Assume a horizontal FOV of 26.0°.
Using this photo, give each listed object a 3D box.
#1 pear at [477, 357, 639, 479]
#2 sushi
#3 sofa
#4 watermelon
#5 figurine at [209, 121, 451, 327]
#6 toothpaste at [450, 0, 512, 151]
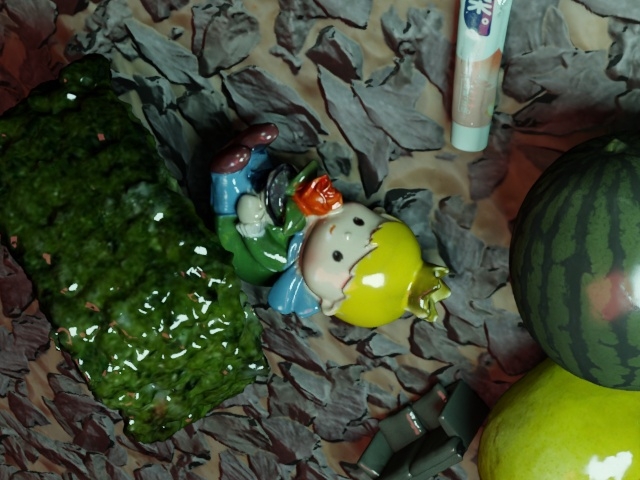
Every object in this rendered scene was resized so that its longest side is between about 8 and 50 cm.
[{"bbox_3d":[0.242,0.200,1.268,0.200,0.200,0.200,18,130,22],"label":"pear"},{"bbox_3d":[-0.195,0.024,1.359,0.352,0.178,0.294,56,171,21],"label":"sushi"},{"bbox_3d":[0.098,0.206,1.438,0.060,0.085,0.147,45,135,-7],"label":"sofa"},{"bbox_3d":[0.253,0.015,1.109,0.212,0.212,0.212,18,130,22],"label":"watermelon"},{"bbox_3d":[0.009,-0.010,1.319,0.234,0.127,0.185,20,128,35],"label":"figurine"},{"bbox_3d":[0.135,-0.172,1.169,0.056,0.036,0.205,18,126,21],"label":"toothpaste"}]
